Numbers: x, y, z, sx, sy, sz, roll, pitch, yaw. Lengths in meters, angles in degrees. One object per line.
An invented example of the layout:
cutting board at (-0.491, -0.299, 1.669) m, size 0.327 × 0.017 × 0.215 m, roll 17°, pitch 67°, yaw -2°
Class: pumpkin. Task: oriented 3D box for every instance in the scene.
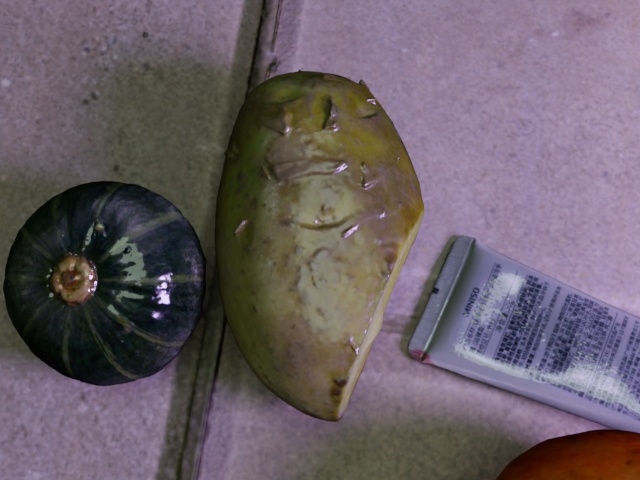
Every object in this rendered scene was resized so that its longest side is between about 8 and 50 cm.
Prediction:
pumpkin at (-0.173, 0.035, 0.764) m, size 0.167 × 0.125 × 0.167 m, roll -6°, pitch 74°, yaw 21°

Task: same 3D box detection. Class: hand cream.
hand cream at (0.252, 0.111, 0.801) m, size 0.340 × 0.078 × 0.124 m, roll 22°, pitch 74°, yaw 12°

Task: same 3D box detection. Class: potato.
potato at (0.000, 0.000, 0.779) m, size 0.176 × 0.141 × 0.298 m, roll -4°, pitch 80°, yaw 10°

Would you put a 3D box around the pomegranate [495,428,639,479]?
pomegranate at (0.210, 0.238, 0.681) m, size 0.209 × 0.209 × 0.209 m, roll 1°, pitch 73°, yaw -2°
